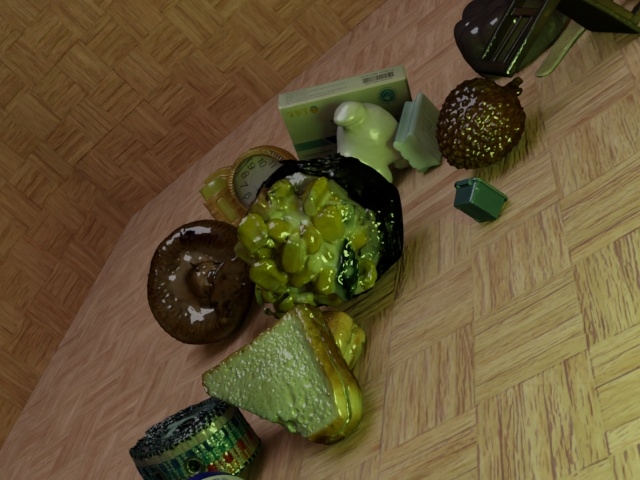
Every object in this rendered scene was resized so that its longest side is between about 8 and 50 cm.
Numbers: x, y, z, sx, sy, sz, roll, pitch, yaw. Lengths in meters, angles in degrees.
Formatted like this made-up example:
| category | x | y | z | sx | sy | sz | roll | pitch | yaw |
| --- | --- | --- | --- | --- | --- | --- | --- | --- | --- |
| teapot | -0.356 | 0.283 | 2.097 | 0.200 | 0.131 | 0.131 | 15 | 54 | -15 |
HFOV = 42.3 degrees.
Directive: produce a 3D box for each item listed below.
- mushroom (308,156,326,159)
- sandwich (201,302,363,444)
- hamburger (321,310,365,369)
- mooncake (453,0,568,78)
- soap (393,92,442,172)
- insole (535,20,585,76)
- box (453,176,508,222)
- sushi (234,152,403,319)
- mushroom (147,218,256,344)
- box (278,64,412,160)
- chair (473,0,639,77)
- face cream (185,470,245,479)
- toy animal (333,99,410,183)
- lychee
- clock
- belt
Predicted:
| category | x | y | z | sx | sy | sz | roll | pitch | yaw |
| --- | --- | --- | --- | --- | --- | --- | --- | --- | --- |
| mushroom | 0.041 | -0.194 | 2.325 | 0.151 | 0.156 | 0.285 | -14 | 47 | 37 |
| sandwich | -0.071 | 0.286 | 1.540 | 0.288 | 0.100 | 0.254 | -35 | 65 | 23 |
| hamburger | -0.008 | 0.237 | 1.682 | 0.214 | 0.108 | 0.213 | -37 | 18 | 15 |
| mooncake | 0.482 | -0.559 | 2.121 | 0.306 | 0.154 | 0.306 | -36 | 24 | 19 |
| soap | 0.252 | -0.268 | 2.069 | 0.066 | 0.119 | 0.198 | -32 | 25 | 35 |
| insole | 0.587 | -0.479 | 1.961 | 0.248 | 0.011 | 0.081 | -52 | 22 | -13 |
| box | 0.313 | -0.078 | 1.645 | 0.074 | 0.099 | 0.054 | -9 | 57 | 57 |
| sushi | 0.000 | 0.000 | 1.737 | 0.329 | 0.327 | 0.285 | -2 | 17 | 12 |
| mushroom | -0.325 | 0.123 | 2.201 | 0.356 | 0.334 | 0.331 | -33 | -41 | -70 |
| box | 0.079 | -0.337 | 2.223 | 0.343 | 0.200 | 0.065 | -12 | 46 | 10 |
| chair | 0.555 | -0.498 | 1.780 | 0.416 | 0.241 | 0.203 | -63 | 19 | 9 |
| face cream | -0.167 | 0.495 | 1.367 | 0.206 | 0.206 | 0.111 | -53 | 25 | -17 |
| toy animal | 0.054 | -0.174 | 2.086 | 0.196 | 0.241 | 0.367 | 19 | 70 | 45 |
| lychee | 0.349 | -0.260 | 1.779 | 0.238 | 0.200 | 0.200 | -50 | 20 | 4 |
| clock | -0.199 | -0.165 | 2.604 | 0.317 | 0.244 | 0.200 | -35 | 8 | 21 |
| belt | -0.258 | 0.443 | 1.699 | 0.295 | 0.160 | 0.207 | -29 | 8 | 34 |
